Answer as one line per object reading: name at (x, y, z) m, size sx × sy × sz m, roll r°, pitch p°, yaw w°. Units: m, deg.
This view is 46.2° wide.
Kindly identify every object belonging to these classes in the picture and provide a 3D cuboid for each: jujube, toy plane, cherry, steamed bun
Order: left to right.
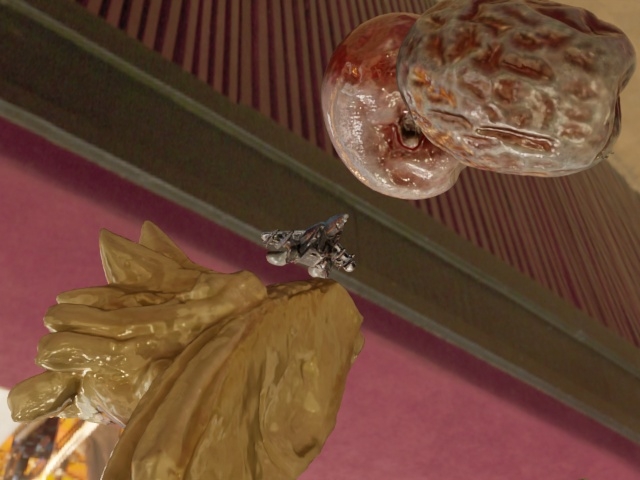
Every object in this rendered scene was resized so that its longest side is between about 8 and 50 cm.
steamed bun at (-0.115, 0.114, 0.668) m, size 0.189 × 0.428 × 0.247 m, roll -1°, pitch 114°, yaw 21°
toy plane at (-0.002, 0.007, 1.194) m, size 0.169 × 0.078 × 0.246 m, roll 20°, pitch 165°, yaw -13°
cherry at (0.158, -0.234, 1.338) m, size 0.291 × 0.326 × 0.335 m, roll -18°, pitch 178°, yaw 16°
jujube at (0.247, -0.216, 0.991) m, size 0.308 × 0.246 × 0.215 m, roll 18°, pitch 138°, yaw 28°

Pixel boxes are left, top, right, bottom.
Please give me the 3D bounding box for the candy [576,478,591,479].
candy at (0.239, 0.102, 0.292) m, size 0.439 × 0.119 × 0.119 m, roll -14°, pitch 138°, yaw -19°
